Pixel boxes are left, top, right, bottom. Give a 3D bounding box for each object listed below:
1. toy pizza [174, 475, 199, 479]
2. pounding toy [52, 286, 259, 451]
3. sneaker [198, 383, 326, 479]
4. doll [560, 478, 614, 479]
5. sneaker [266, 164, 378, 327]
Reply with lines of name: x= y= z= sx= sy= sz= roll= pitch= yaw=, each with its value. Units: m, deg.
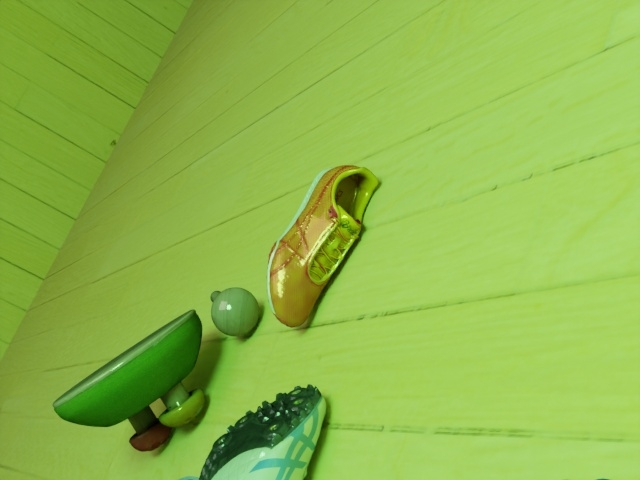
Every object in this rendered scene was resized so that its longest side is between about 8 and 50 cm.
toy pizza: x=-0.146 y=0.310 z=0.773 sx=0.201 sy=0.032 sz=0.201 roll=-45 pitch=27 yaw=30
pounding toy: x=-0.165 y=0.156 z=0.961 sx=0.236 sy=0.110 sz=0.183 roll=-34 pitch=3 yaw=-17
sneaker: x=-0.053 y=0.210 z=0.654 sx=0.085 sy=0.086 sz=0.237 roll=-16 pitch=30 yaw=39
doll: x=0.124 y=0.158 z=0.371 sx=0.189 sy=0.046 sz=0.129 roll=-49 pitch=25 yaw=25
sneaker: x=0.000 y=0.000 z=0.828 sx=0.067 sy=0.064 sz=0.175 roll=-2 pitch=62 yaw=53
